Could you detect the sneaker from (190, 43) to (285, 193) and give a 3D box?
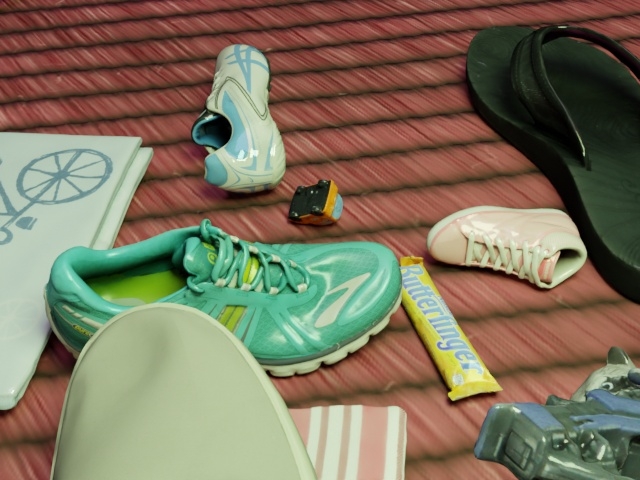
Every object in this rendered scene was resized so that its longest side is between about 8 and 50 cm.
[{"bbox_3d":[-0.092,-0.136,0.895,0.086,0.085,0.237,4,38,-16],"label":"sneaker"}]

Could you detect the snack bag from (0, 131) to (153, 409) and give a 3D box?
[{"bbox_3d":[-0.346,0.011,0.776,0.323,0.037,0.342,2,43,7],"label":"snack bag"}]

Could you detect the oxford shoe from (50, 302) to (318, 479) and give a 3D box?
[{"bbox_3d":[-0.081,0.197,0.411,0.169,0.130,0.449,-22,46,12],"label":"oxford shoe"}]

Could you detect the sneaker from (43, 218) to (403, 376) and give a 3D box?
[{"bbox_3d":[-0.068,0.040,0.659,0.275,0.110,0.107,-6,53,-8],"label":"sneaker"}]

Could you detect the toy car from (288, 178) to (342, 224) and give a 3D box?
[{"bbox_3d":[0.000,0.000,0.785,0.040,0.060,0.122,27,48,-34],"label":"toy car"}]

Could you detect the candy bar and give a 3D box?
[{"bbox_3d":[0.093,0.067,0.699,0.040,0.018,0.161,-12,42,-12],"label":"candy bar"}]

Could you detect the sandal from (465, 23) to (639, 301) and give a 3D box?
[{"bbox_3d":[0.275,-0.123,0.845,0.167,0.107,0.446,-11,42,-9],"label":"sandal"}]

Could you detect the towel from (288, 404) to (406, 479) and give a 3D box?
[{"bbox_3d":[-0.042,0.168,0.553,0.197,0.029,0.144,-5,37,13],"label":"towel"}]

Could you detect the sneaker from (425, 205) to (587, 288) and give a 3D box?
[{"bbox_3d":[0.162,0.007,0.739,0.134,0.051,0.070,-4,35,-9],"label":"sneaker"}]

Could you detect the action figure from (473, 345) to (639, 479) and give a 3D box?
[{"bbox_3d":[0.213,0.180,0.444,0.341,0.178,0.330,9,29,-26],"label":"action figure"}]
